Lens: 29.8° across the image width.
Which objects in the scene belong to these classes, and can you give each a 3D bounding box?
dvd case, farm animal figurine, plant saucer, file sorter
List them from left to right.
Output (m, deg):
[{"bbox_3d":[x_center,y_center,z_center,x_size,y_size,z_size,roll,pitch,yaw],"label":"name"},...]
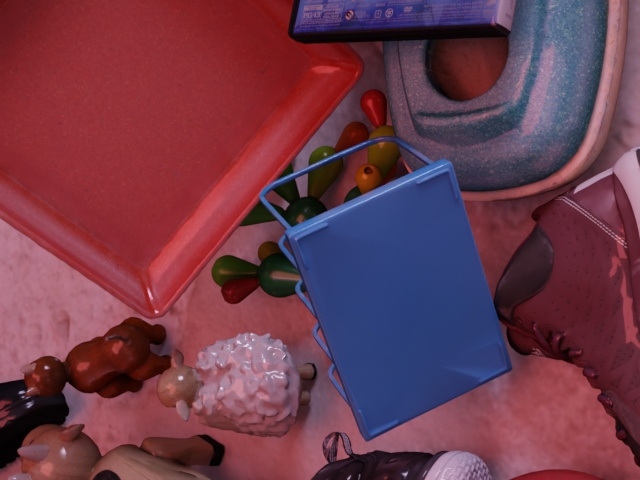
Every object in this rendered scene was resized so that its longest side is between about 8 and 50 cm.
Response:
[{"bbox_3d":[-0.172,0.230,1.004,0.327,0.172,0.330,3,87,37],"label":"farm animal figurine"},{"bbox_3d":[-0.136,-0.110,0.868,0.259,0.258,0.048,-51,33,0],"label":"plant saucer"},{"bbox_3d":[0.043,0.028,0.850,0.104,0.118,0.170,48,160,62],"label":"file sorter"},{"bbox_3d":[0.071,-0.259,0.823,0.180,0.022,0.252,6,83,41],"label":"dvd case"}]

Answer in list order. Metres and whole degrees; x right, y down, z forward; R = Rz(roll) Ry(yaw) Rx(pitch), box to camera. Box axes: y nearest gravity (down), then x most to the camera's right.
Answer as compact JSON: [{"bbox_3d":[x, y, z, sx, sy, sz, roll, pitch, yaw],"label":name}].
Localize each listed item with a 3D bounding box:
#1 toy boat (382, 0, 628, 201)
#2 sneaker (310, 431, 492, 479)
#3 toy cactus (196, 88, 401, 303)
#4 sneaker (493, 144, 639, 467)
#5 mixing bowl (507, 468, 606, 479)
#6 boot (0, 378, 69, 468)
[{"bbox_3d":[0.169,-0.169,0.813,0.318,0.148,0.267,-8,80,36],"label":"toy boat"},{"bbox_3d":[0.033,0.276,0.888,0.153,0.101,0.268,10,86,32],"label":"sneaker"},{"bbox_3d":[0.000,0.000,0.960,0.219,0.112,0.180,-36,74,19],"label":"toy cactus"},{"bbox_3d":[0.202,0.089,0.805,0.163,0.106,0.281,-23,66,44],"label":"sneaker"},{"bbox_3d":[0.160,0.219,0.788,0.182,0.098,0.181,10,117,20],"label":"mixing bowl"},{"bbox_3d":[-0.370,0.135,1.210,0.246,0.094,0.207,-37,68,34],"label":"boot"}]
